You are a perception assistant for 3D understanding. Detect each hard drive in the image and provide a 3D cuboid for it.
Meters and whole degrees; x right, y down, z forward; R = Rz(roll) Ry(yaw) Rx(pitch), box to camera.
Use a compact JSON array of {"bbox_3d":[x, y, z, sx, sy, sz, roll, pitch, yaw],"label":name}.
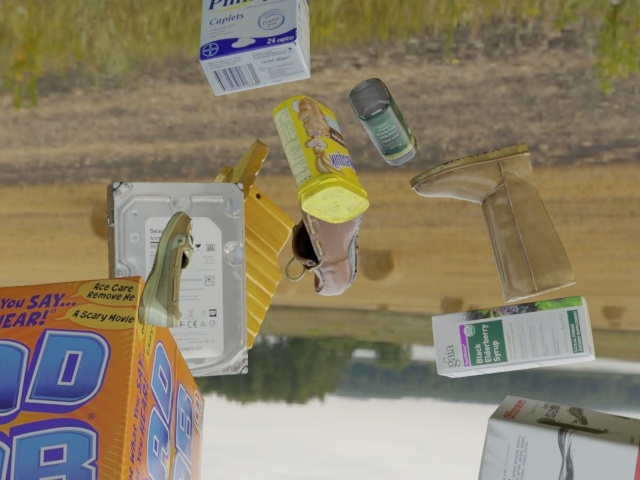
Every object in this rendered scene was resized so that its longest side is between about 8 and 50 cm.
[{"bbox_3d":[-0.245,0.068,1.777,0.237,0.339,0.064,0,177,-24],"label":"hard drive"}]

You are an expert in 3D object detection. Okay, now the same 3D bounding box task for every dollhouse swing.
[{"bbox_3d":[-0.142,0.023,2.117,0.315,0.347,0.305,42,138,-24],"label":"dollhouse swing"}]

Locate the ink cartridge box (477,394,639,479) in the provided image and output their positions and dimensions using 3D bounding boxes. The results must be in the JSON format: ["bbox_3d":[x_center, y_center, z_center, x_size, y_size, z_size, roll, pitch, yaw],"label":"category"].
[{"bbox_3d":[0.382,0.318,1.500,0.273,0.114,0.197,7,-176,18],"label":"ink cartridge box"}]

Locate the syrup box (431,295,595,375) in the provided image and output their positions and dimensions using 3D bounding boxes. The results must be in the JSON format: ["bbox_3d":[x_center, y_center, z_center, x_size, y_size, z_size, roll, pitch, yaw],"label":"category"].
[{"bbox_3d":[0.298,0.152,1.596,0.237,0.093,0.096,-9,167,17],"label":"syrup box"}]

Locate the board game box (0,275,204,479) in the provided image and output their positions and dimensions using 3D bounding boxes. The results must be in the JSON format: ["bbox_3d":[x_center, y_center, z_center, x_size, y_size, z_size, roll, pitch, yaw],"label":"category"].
[{"bbox_3d":[-0.359,0.296,1.262,0.356,0.356,0.356,-5,146,5],"label":"board game box"}]

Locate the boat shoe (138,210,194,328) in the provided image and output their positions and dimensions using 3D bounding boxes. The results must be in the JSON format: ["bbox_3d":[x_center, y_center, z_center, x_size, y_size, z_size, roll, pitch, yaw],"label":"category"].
[{"bbox_3d":[-0.163,0.033,1.158,0.048,0.153,0.056,12,138,2],"label":"boat shoe"}]

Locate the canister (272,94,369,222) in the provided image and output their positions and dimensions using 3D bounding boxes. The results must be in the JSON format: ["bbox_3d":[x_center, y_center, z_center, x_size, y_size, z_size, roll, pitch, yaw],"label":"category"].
[{"bbox_3d":[-0.002,-0.123,1.545,0.073,0.170,0.126,-30,153,23],"label":"canister"}]

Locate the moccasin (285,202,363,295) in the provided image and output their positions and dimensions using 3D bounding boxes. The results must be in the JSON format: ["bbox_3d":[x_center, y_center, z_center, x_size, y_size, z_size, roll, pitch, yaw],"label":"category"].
[{"bbox_3d":[0.000,0.003,1.985,0.147,0.139,0.380,-5,158,-3],"label":"moccasin"}]

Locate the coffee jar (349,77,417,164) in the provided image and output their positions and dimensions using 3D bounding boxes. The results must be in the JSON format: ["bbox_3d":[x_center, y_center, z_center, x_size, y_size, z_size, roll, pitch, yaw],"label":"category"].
[{"bbox_3d":[0.126,-0.230,2.026,0.079,0.096,0.184,-29,143,8],"label":"coffee jar"}]

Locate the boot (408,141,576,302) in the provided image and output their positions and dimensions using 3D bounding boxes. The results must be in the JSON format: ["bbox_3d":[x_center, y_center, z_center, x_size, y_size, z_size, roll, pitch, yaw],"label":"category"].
[{"bbox_3d":[0.304,-0.020,1.825,0.236,0.269,0.089,-16,174,2],"label":"boot"}]

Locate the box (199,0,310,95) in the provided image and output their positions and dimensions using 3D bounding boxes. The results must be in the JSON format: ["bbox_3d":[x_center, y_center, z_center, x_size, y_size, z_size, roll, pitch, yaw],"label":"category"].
[{"bbox_3d":[-0.081,-0.263,1.284,0.126,0.137,0.072,-9,146,11],"label":"box"}]
